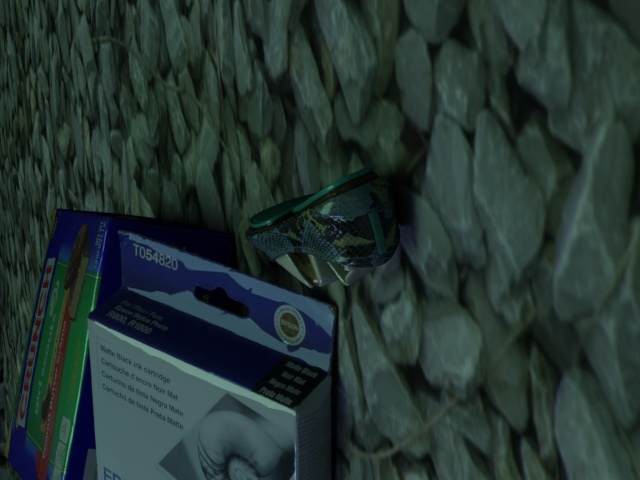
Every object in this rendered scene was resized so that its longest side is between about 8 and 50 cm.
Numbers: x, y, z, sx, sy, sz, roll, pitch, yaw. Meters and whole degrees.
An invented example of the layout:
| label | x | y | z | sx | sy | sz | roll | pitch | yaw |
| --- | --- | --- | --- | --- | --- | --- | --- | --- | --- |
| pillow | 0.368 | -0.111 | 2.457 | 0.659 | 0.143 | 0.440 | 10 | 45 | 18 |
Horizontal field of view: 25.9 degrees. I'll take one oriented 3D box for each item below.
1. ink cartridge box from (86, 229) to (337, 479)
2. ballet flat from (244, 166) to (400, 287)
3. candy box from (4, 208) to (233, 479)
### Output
| label | x | y | z | sx | sy | sz | roll | pitch | yaw |
| --- | --- | --- | --- | --- | --- | --- | --- | --- | --- |
| ink cartridge box | -0.085 | 0.125 | 1.032 | 0.223 | 0.045 | 0.224 | 18 | 117 | 37 |
| ballet flat | 0.000 | 0.000 | 0.871 | 0.188 | 0.070 | 0.070 | 166 | 96 | -75 |
| candy box | -0.197 | 0.108 | 1.301 | 0.317 | 0.122 | 0.268 | -174 | 94 | -71 |
